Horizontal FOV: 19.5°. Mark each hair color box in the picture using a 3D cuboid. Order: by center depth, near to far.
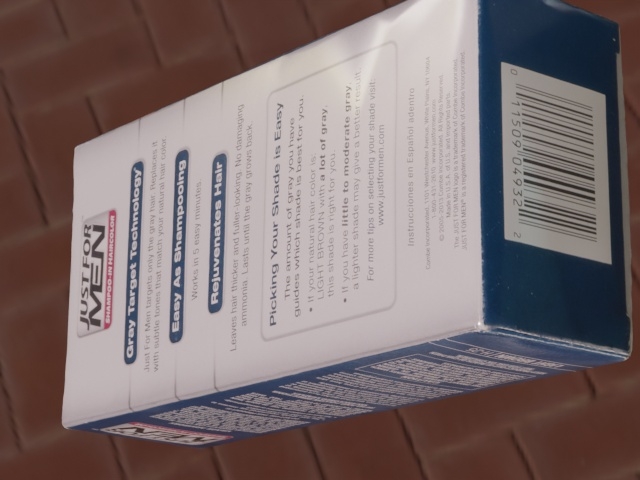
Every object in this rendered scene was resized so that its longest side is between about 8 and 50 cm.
[{"bbox_3d":[0.000,0.000,0.979,0.347,0.105,0.174,-17,67,48],"label":"hair color box"}]
